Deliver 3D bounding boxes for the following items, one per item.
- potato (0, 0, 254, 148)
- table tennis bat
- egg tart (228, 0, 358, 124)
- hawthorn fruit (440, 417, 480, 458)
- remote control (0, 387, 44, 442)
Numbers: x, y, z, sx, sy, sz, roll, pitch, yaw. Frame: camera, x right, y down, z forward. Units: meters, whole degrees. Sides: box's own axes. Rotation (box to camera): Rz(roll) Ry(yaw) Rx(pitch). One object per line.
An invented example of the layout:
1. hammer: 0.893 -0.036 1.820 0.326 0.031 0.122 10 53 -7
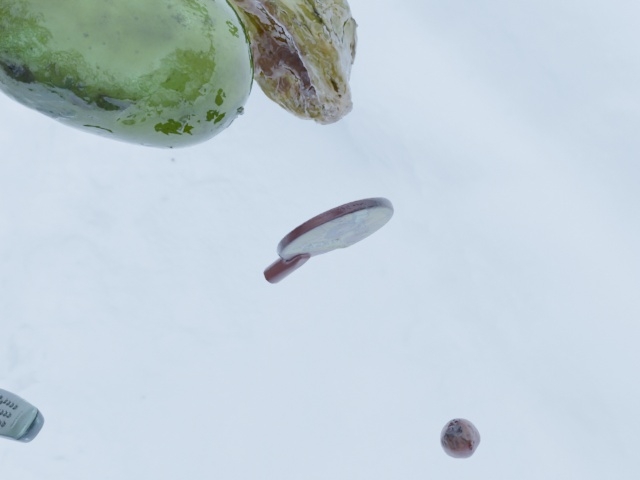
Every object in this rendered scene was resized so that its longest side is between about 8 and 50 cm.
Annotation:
1. potato: -0.222 -0.213 0.878 0.305 0.216 0.215 7 82 -15
2. table tennis bat: 0.000 0.000 1.893 0.415 0.268 0.051 -35 69 42
3. egg tart: -0.051 -0.338 1.223 0.150 0.352 0.352 -42 75 -11
4. hawthorn fruit: 0.271 0.386 1.593 0.081 0.093 0.081 -13 58 21
5. remote control: -0.497 0.273 1.263 0.222 0.042 0.072 0 51 47
